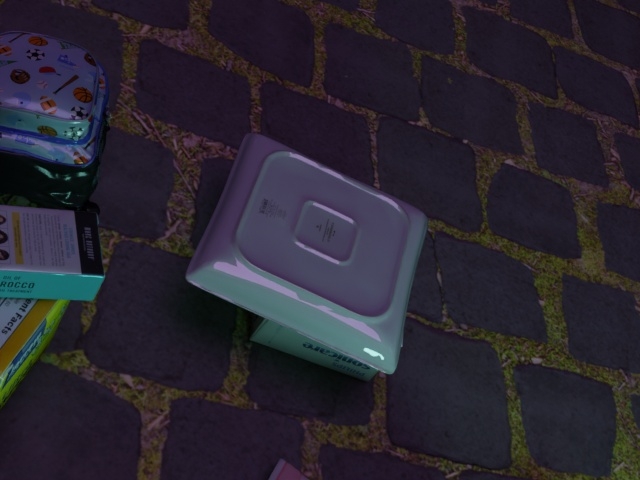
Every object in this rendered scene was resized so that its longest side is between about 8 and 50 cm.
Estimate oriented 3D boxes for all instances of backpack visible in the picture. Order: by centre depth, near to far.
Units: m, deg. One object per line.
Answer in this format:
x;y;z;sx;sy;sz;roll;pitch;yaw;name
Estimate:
-0.444;-0.198;1.602;0.276;0.213;0.263;16;38;-16;backpack

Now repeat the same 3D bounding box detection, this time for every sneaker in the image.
-0.055;0.371;1.470;0.070;0.051;0.134;32;40;3;sneaker

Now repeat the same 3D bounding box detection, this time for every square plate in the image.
0.000;0.000;1.634;0.344;0.049;0.347;26;46;-8;square plate

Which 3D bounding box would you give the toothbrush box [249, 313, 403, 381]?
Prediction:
0.022;0.054;1.726;0.216;0.126;0.296;22;48;-14;toothbrush box

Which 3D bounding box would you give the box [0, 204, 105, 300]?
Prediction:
-0.392;0.012;1.273;0.244;0.060;0.101;5;53;-28;box

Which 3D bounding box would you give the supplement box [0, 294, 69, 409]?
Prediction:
-0.525;0.064;1.334;0.356;0.195;0.194;32;45;-4;supplement box
